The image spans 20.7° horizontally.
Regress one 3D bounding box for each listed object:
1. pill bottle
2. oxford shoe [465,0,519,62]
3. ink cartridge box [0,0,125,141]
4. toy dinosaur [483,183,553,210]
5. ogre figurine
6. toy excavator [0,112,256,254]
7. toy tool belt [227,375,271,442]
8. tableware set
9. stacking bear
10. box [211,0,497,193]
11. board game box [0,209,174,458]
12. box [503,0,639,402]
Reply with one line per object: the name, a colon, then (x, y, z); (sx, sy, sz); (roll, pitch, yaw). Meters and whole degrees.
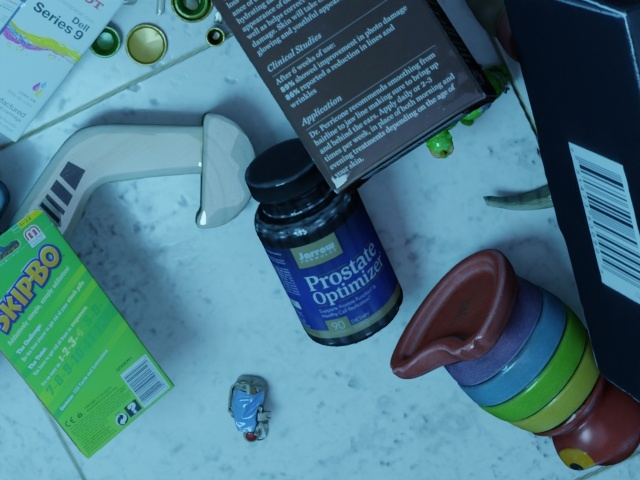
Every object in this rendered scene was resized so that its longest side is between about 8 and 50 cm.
pill bottle: (0.000, 0.000, 1.941); (0.123, 0.123, 0.219); (-23, 120, 5)
oxford shoe: (0.310, -0.336, 1.903); (0.348, 0.130, 0.123); (-32, 142, -11)
ink cartridge box: (-0.333, -0.240, 1.904); (0.154, 0.093, 0.212); (35, 107, -21)
toy dinosaur: (0.332, -0.051, 1.996); (0.268, 0.064, 0.118); (-24, 95, 7)
ogre figurine: (0.116, -0.143, 1.942); (0.197, 0.118, 0.097); (-1, 102, 1)
toy excavator: (-0.341, -0.009, 1.938); (0.433, 0.222, 0.445); (27, 92, -7)
toy tool belt: (-0.083, 0.203, 2.049); (0.052, 0.051, 0.083); (-1, 102, 0)
tableware set: (-0.183, -0.245, 1.967); (0.154, 0.024, 0.104); (6, 102, -2)
stacking bear: (0.253, 0.156, 1.992); (0.289, 0.175, 0.164); (39, 57, -19)
box: (0.001, -0.256, 1.822); (0.191, 0.143, 0.381); (-32, 89, 12)
board game box: (-0.274, 0.097, 1.851); (0.124, 0.039, 0.259); (-40, 118, -14)
box: (0.498, -0.108, 1.785); (0.472, 0.297, 0.480); (-22, 110, -12)
